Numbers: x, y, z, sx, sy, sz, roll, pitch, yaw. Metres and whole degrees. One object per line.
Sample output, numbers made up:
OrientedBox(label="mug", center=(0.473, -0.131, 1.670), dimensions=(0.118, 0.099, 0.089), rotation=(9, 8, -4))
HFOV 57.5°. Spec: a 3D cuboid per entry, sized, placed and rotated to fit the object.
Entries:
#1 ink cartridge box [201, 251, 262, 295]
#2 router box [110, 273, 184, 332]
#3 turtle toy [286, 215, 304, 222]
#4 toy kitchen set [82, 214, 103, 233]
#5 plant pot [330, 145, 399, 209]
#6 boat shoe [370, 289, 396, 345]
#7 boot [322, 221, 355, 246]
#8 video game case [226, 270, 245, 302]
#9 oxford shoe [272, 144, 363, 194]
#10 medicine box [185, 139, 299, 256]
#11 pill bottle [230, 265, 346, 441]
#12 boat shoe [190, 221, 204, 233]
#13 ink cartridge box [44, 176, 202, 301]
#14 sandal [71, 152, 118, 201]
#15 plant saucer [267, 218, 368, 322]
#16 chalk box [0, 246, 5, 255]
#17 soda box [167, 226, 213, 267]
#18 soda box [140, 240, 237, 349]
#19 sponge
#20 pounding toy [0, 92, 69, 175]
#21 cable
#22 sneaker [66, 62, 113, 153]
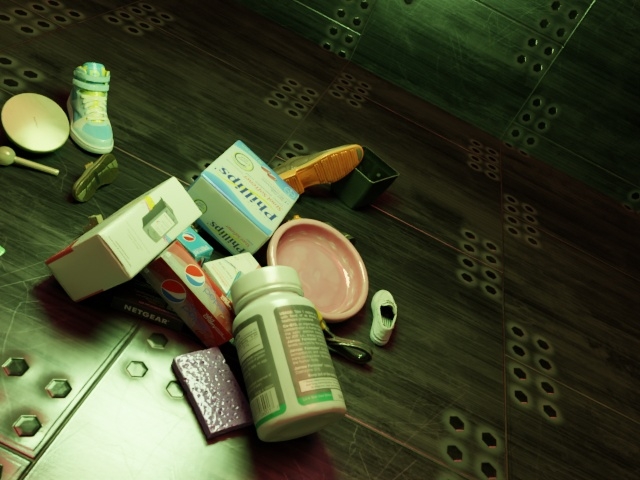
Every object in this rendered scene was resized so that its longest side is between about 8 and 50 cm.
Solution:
OrientedBox(label="ink cartridge box", center=(-0.250, 0.110, 1.590), dimensions=(0.198, 0.067, 0.115), rotation=(-16, 55, -45))
OrientedBox(label="router box", center=(-0.412, 0.141, 1.460), dimensions=(0.179, 0.046, 0.133), rotation=(22, 36, -9))
OrientedBox(label="turtle toy", center=(-0.072, -0.033, 1.893), dimensions=(0.095, 0.066, 0.130), rotation=(27, 35, -2))
OrientedBox(label="toy kitchen set", center=(-0.579, -0.034, 1.556), dimensions=(0.068, 0.083, 0.075), rotation=(-3, 21, 31))
OrientedBox(label="plant pot", center=(0.146, -0.227, 2.200), dimensions=(0.188, 0.167, 0.187), rotation=(44, 38, 20))
OrientedBox(label="boat shoe", center=(0.201, 0.216, 1.752), dimensions=(0.083, 0.076, 0.226), rotation=(22, 35, -9))
OrientedBox(label="boot", center=(0.000, 0.000, 1.915), dimensions=(0.198, 0.077, 0.137), rotation=(-11, 38, -44))
OrientedBox(label="video game case", center=(-0.172, 0.172, 1.539), dimensions=(0.166, 0.015, 0.119), rotation=(39, 48, -19))
OrientedBox(label="oxford shoe", center=(-0.028, -0.268, 2.053), dimensions=(0.364, 0.130, 0.132), rotation=(-22, 46, -8))
OrientedBox(label="medicine box", center=(-0.240, -0.122, 1.760), dimensions=(0.263, 0.149, 0.289), rotation=(42, 31, -9))
OrientedBox(label="pill bottle", center=(-0.086, 0.253, 1.338), dimensions=(0.204, 0.204, 0.361), rotation=(1, 57, -33))
OrientedBox(label="boat shoe", center=(-0.349, -0.052, 1.748), dimensions=(0.049, 0.056, 0.152), rotation=(46, 38, 2))
OrientedBox(label="ink cartridge box", center=(-0.471, -0.006, 1.423), dimensions=(0.131, 0.226, 0.306), rotation=(57, 34, -17))
OrientedBox(label="sandal", center=(-0.662, -0.186, 1.695), dimensions=(0.060, 0.090, 0.219), rotation=(10, 40, 12))
OrientedBox(label="plant saucer", center=(-0.016, 0.094, 1.701), dimensions=(0.332, 0.084, 0.332), rotation=(20, 50, -26))
OrientedBox(label="chalk box", center=(-0.821, -0.017, 1.308), dimensions=(0.213, 0.132, 0.132), rotation=(27, 35, -1))
OrientedBox(label="soda box", center=(-0.400, -0.007, 1.632), dimensions=(0.210, 0.071, 0.067), rotation=(41, 38, 18))
OrientedBox(label="soda box", center=(-0.305, 0.134, 1.411), dimensions=(0.263, 0.092, 0.083), rotation=(51, 29, -13))
OrientedBox(label="sponge", center=(-0.244, 0.342, 1.331), dimensions=(0.117, 0.031, 0.210), rotation=(-7, 48, -40))
OrientedBox(label="pounding toy", center=(-0.846, -0.300, 1.703), dimensions=(0.183, 0.110, 0.237), rotation=(16, 65, -35))
OrientedBox(label="cable", center=(0.006, 0.264, 1.551), dimensions=(0.287, 0.139, 0.072), rotation=(42, 27, -16))
OrientedBox(label="sneaker", center=(-0.719, -0.434, 1.841), dimensions=(0.127, 0.208, 0.319), rotation=(-3, 46, -39))
